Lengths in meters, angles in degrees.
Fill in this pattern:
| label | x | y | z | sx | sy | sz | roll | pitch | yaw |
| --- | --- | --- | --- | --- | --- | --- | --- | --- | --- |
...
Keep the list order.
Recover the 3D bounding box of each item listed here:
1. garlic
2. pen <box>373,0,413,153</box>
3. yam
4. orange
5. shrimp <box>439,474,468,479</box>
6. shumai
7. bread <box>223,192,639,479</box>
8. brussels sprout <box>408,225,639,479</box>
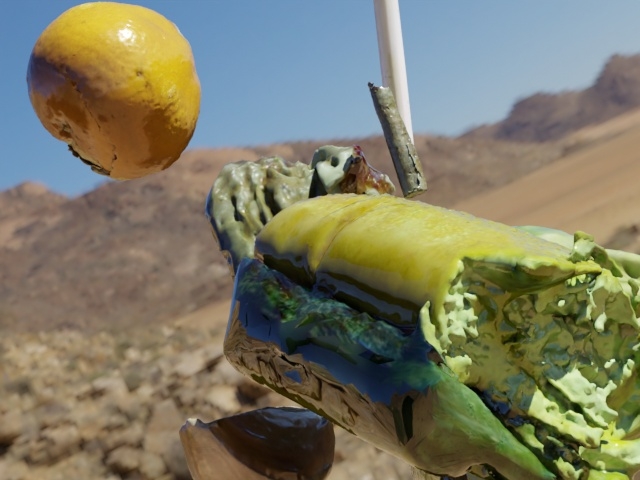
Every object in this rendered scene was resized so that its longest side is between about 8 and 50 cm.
| label | x | y | z | sx | sy | sz | roll | pitch | yaw |
| --- | --- | --- | --- | --- | --- | --- | --- | --- | --- |
| garlic | -0.046 | 0.207 | 1.339 | 0.087 | 0.101 | 0.196 | -21 | -13 | 38 |
| pen | 0.079 | -0.231 | 1.642 | 0.033 | 0.269 | 0.033 | -7 | 7 | 1 |
| yam | 0.079 | -0.108 | 1.476 | 0.027 | 0.129 | 0.033 | -18 | -9 | -6 |
| orange | -0.170 | -0.128 | 1.209 | 0.134 | 0.156 | 0.156 | -37 | 3 | -19 |
| shrimp | 0.090 | 0.250 | 1.193 | 0.047 | 0.126 | 0.223 | -21 | 26 | 24 |
| shumai | -0.002 | 0.001 | 1.594 | 0.218 | 0.256 | 0.189 | -33 | -33 | 11 |
| bread | 0.091 | 0.076 | 1.185 | 0.251 | 0.208 | 0.376 | 23 | -6 | -33 |
| brussels sprout | 0.241 | 0.178 | 1.587 | 0.342 | 0.361 | 0.425 | -35 | -35 | -25 |
